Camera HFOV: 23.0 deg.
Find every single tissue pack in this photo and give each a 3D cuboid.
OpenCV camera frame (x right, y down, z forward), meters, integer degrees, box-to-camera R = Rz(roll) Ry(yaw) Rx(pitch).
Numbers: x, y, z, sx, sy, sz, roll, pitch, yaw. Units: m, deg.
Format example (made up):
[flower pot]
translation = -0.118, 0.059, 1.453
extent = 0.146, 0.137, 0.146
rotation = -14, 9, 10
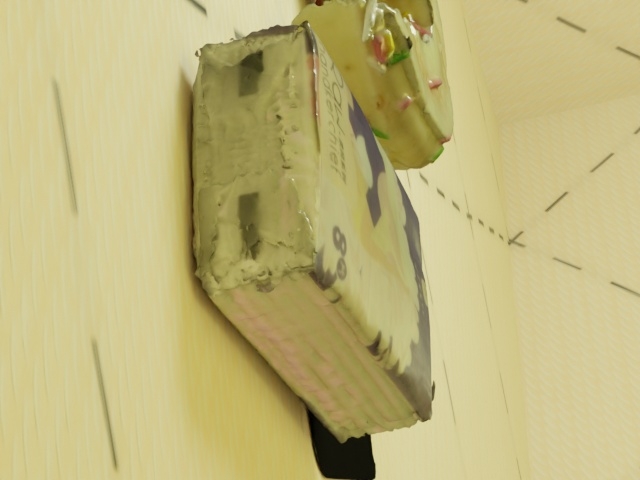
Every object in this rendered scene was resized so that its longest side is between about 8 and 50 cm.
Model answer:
[tissue pack]
translation = 0.000, 0.000, 1.363
extent = 0.344, 0.125, 0.242
rotation = 56, 27, -57

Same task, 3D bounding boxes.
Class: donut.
[donut]
translation = 0.057, -0.239, 1.816
extent = 0.371, 0.150, 0.307
rotation = -88, 161, -45

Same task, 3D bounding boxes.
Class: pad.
[pad]
translation = 0.017, 0.154, 1.595
extent = 0.267, 0.004, 0.181
rotation = 36, 43, -73
